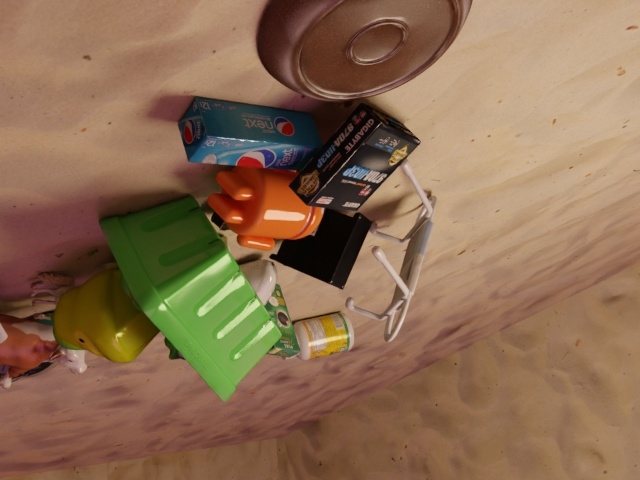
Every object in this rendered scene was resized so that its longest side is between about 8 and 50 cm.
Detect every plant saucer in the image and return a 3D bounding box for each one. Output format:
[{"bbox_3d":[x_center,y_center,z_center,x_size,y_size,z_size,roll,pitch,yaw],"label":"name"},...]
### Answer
[{"bbox_3d":[0.070,-0.282,0.969,0.311,0.050,0.310,-17,158,-7],"label":"plant saucer"}]

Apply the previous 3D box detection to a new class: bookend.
[{"bbox_3d":[0.000,0.000,1.497,0.157,0.156,0.072,20,174,27],"label":"bookend"}]

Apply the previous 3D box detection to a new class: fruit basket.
[{"bbox_3d":[-0.306,0.134,1.301,0.392,0.283,0.392,-20,137,-20],"label":"fruit basket"}]

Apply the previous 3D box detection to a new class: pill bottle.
[{"bbox_3d":[-0.017,0.286,2.104,0.209,0.117,0.117,-10,156,-21],"label":"pill bottle"}]

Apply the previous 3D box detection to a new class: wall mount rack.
[{"bbox_3d":[0.152,0.015,1.462,0.131,0.350,0.304,21,152,-3],"label":"wall mount rack"}]

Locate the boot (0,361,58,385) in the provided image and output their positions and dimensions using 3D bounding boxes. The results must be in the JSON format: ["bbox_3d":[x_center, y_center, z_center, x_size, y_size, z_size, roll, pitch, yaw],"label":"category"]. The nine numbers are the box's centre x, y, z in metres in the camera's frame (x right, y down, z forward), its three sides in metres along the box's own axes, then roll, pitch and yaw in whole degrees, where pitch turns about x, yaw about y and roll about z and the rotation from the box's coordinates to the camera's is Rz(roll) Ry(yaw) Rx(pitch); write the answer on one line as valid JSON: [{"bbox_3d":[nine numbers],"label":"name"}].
[{"bbox_3d":[-0.684,0.245,1.538,0.237,0.085,0.178,-23,155,12],"label":"boot"}]

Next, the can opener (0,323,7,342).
[{"bbox_3d":[-0.608,0.113,1.216,0.074,0.093,0.280,-15,136,-12],"label":"can opener"}]

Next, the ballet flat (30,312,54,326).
[{"bbox_3d":[-0.526,0.179,1.533,0.231,0.077,0.077,-20,174,-1],"label":"ballet flat"}]

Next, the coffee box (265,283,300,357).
[{"bbox_3d":[-0.116,0.185,1.709,0.040,0.184,0.113,-29,155,22],"label":"coffee box"}]

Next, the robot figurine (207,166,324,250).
[{"bbox_3d":[-0.082,-0.068,1.235,0.219,0.158,0.128,5,169,-44],"label":"robot figurine"}]

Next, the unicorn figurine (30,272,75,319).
[{"bbox_3d":[-0.509,0.116,1.410,0.111,0.060,0.162,-5,157,-21],"label":"unicorn figurine"}]

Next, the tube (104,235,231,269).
[{"bbox_3d":[-0.296,0.047,1.422,0.240,0.070,0.062,-11,-163,-7],"label":"tube"}]

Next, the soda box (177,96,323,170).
[{"bbox_3d":[-0.103,-0.157,1.085,0.210,0.071,0.067,0,151,-38],"label":"soda box"}]

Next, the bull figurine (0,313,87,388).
[{"bbox_3d":[-0.621,0.210,1.408,0.310,0.101,0.188,23,128,-26],"label":"bull figurine"}]

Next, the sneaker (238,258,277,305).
[{"bbox_3d":[-0.230,0.121,1.584,0.297,0.111,0.129,-27,150,17],"label":"sneaker"}]

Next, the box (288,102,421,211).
[{"bbox_3d":[0.063,-0.129,1.183,0.175,0.051,0.220,-47,163,16],"label":"box"}]

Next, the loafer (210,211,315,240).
[{"bbox_3d":[-0.095,-0.041,1.346,0.220,0.078,0.080,-6,154,-28],"label":"loafer"}]
